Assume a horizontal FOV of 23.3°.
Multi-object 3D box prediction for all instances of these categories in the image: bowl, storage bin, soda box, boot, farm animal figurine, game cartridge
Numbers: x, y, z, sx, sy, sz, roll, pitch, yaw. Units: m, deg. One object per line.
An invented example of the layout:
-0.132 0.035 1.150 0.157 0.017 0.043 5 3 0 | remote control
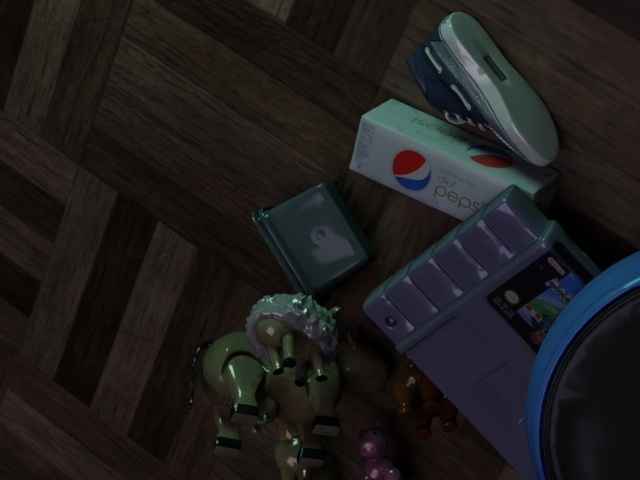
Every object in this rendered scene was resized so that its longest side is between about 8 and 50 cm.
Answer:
0.396 0.190 1.533 0.391 0.077 0.391 3 103 13 | bowl
0.000 0.000 1.804 0.091 0.098 0.135 -32 85 13 | storage bin
0.144 -0.076 1.685 0.216 0.074 0.069 26 123 21 | soda box
0.172 -0.145 1.652 0.086 0.069 0.190 -41 77 44 | boot
-0.009 0.187 1.826 0.327 0.172 0.330 23 132 -27 | farm animal figurine
0.242 0.132 1.655 0.355 0.068 0.230 46 126 -6 | game cartridge
